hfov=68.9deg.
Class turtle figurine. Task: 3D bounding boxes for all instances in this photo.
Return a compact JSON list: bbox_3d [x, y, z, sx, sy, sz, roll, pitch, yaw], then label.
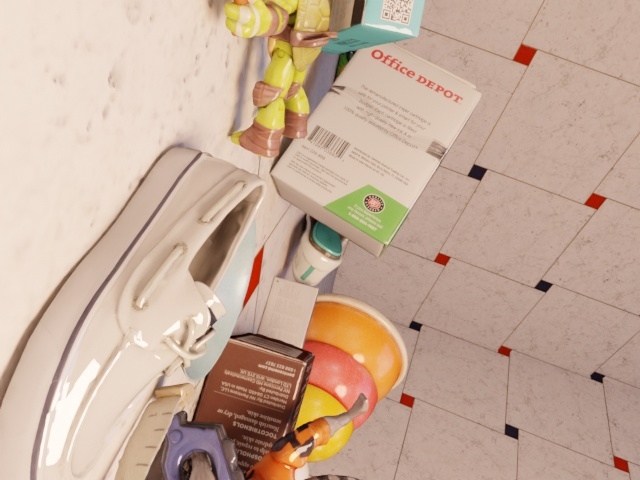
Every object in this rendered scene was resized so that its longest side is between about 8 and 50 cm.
[{"bbox_3d":[-0.027,-0.207,0.473,0.269,0.087,0.217,-74,178,-54],"label":"turtle figurine"}]

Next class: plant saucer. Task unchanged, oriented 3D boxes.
[{"bbox_3d":[-0.121,0.054,0.511,0.195,0.038,0.194,14,90,-84],"label":"plant saucer"}]

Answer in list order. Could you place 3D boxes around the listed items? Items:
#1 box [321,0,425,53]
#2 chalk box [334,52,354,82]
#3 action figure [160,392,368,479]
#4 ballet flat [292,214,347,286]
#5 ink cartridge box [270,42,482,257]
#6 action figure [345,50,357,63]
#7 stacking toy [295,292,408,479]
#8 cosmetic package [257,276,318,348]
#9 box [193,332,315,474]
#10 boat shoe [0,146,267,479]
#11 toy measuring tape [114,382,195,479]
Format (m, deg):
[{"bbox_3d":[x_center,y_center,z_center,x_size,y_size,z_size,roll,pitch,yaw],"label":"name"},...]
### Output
[{"bbox_3d":[0.037,-0.275,0.527,0.244,0.060,0.100,-134,-129,-65],"label":"box"},{"bbox_3d":[0.126,-0.345,1.127,0.180,0.179,0.288,-57,162,-73],"label":"chalk box"},{"bbox_3d":[-0.062,0.361,0.533,0.178,0.331,0.341,115,-37,-61],"label":"action figure"},{"bbox_3d":[0.000,0.000,1.167,0.400,0.139,0.139,-65,169,-69],"label":"ballet flat"},{"bbox_3d":[0.090,-0.152,0.762,0.289,0.211,0.121,-55,170,-9],"label":"ink cartridge box"},{"bbox_3d":[0.080,-0.403,0.800,0.276,0.141,0.163,-25,-126,63],"label":"action figure"},{"bbox_3d":[-0.014,0.384,1.096,0.480,0.351,0.350,-53,159,-51],"label":"stacking toy"},{"bbox_3d":[-0.082,0.205,0.975,0.060,0.099,0.238,91,16,-77],"label":"cosmetic package"},{"bbox_3d":[-0.127,0.344,0.713,0.191,0.143,0.381,70,37,-80],"label":"box"},{"bbox_3d":[-0.111,0.046,0.329,0.096,0.088,0.267,98,9,-52],"label":"boat shoe"},{"bbox_3d":[-0.158,0.289,0.387,0.330,0.122,0.121,-76,177,-48],"label":"toy measuring tape"}]
